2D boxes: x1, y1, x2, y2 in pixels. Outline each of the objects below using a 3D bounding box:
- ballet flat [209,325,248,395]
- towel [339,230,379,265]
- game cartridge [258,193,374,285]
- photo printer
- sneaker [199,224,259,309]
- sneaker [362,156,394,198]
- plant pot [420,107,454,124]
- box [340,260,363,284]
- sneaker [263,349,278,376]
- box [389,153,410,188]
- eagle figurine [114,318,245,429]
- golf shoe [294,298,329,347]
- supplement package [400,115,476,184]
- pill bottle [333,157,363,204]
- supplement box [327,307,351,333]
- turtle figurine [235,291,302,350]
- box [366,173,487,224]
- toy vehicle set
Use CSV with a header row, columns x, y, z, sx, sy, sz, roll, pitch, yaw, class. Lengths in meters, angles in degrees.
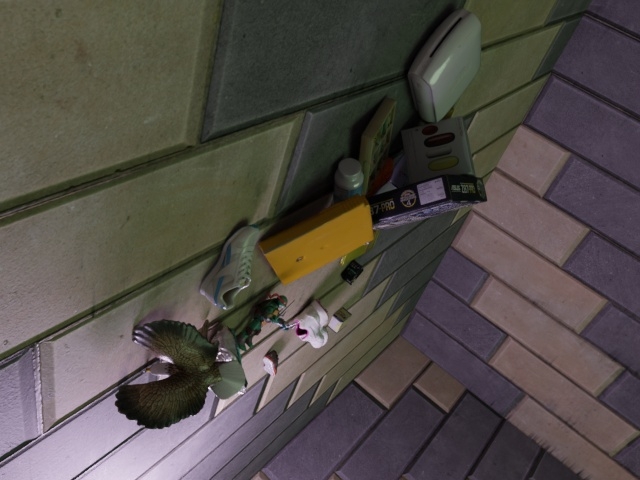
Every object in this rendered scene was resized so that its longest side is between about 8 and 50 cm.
x,y,z,sx,sy,sz,roll,pitch,yaw,class
-0.299,0.397,1.737,0.147,0.147,0.409,-43,158,-25,ballet flat
0.159,0.021,2.270,0.237,0.021,0.102,-26,142,-49,towel
0.000,0.000,1.659,0.324,0.052,0.285,-28,157,-4,game cartridge
0.373,-0.518,1.693,0.256,0.107,0.307,-52,160,-1,photo printer
-0.207,0.065,1.418,0.228,0.092,0.087,-59,158,14,sneaker
0.183,-0.203,1.879,0.175,0.064,0.067,-55,151,-3,sneaker
0.387,-0.424,1.935,0.083,0.081,0.081,-27,148,-38,plant pot
0.131,0.131,2.342,0.083,0.052,0.062,-49,161,-11,box
-0.183,0.480,2.231,0.065,0.061,0.158,-49,162,-29,sneaker
0.389,-0.262,2.136,0.231,0.127,0.262,-55,161,8,box
-0.349,0.324,1.412,0.225,0.226,0.298,-33,166,5,eagle figurine
-0.045,0.353,2.274,0.140,0.115,0.306,-32,147,-22,golf shoe
0.393,-0.282,1.890,0.203,0.194,0.149,-12,172,19,supplement package
0.082,-0.167,1.674,0.087,0.087,0.160,-44,158,-24,pill bottle
0.090,0.373,2.654,0.083,0.056,0.083,-31,151,-46,supplement box
-0.162,0.250,1.800,0.234,0.118,0.175,-41,153,7,turtle figurine
0.298,-0.114,1.845,0.395,0.097,0.318,-16,172,35,box
0.163,-0.274,1.689,0.166,0.035,0.267,-59,165,-27,toy vehicle set
